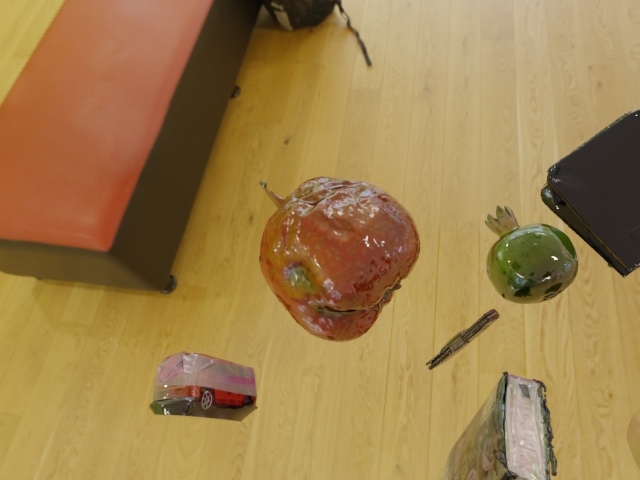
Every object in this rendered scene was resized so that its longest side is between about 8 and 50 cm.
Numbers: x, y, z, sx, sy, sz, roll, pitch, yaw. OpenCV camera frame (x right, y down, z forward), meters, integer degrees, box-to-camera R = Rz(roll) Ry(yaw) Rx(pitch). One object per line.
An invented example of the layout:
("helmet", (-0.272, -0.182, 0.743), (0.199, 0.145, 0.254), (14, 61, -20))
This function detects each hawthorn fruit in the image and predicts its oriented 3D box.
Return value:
("hawthorn fruit", (0.000, 0.000, 0.613), (0.243, 0.207, 0.207), (39, 75, 12))

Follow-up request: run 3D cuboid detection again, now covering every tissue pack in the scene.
("tissue pack", (0.378, 0.500, 1.034), (0.122, 0.361, 0.259), (18, 35, 9))

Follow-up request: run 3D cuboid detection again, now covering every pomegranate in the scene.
("pomegranate", (0.437, 0.025, 1.005), (0.187, 0.187, 0.225), (-22, 64, -2))

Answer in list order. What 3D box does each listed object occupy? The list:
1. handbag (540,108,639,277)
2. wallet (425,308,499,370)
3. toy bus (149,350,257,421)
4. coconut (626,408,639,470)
("handbag", (0.750, -0.108, 1.118), (0.303, 0.122, 0.329), (-35, 67, 3))
("wallet", (0.399, 0.278, 1.309), (0.230, 0.124, 0.042), (-46, 66, 23))
("toy bus", (-0.274, 0.360, 1.126), (0.128, 0.302, 0.147), (-13, 62, 20))
("coconut", (0.802, 0.450, 1.012), (0.237, 0.237, 0.197), (7, 97, 13))
